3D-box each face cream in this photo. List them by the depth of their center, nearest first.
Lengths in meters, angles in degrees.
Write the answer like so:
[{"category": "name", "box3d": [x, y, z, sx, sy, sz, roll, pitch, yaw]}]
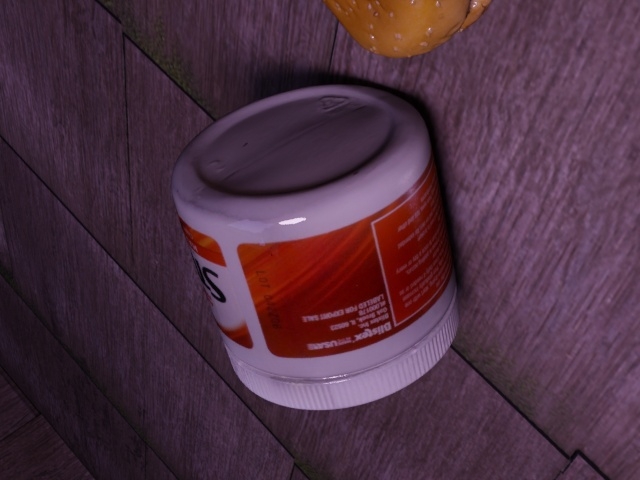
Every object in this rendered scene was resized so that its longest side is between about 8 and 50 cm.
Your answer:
[{"category": "face cream", "box3d": [0.000, 0.000, 0.842, 0.201, 0.201, 0.187, 24, 139, 45]}]

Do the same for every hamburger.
[{"category": "hamburger", "box3d": [0.050, -0.190, 0.692, 0.138, 0.083, 0.147, 49, 154, 3]}]
